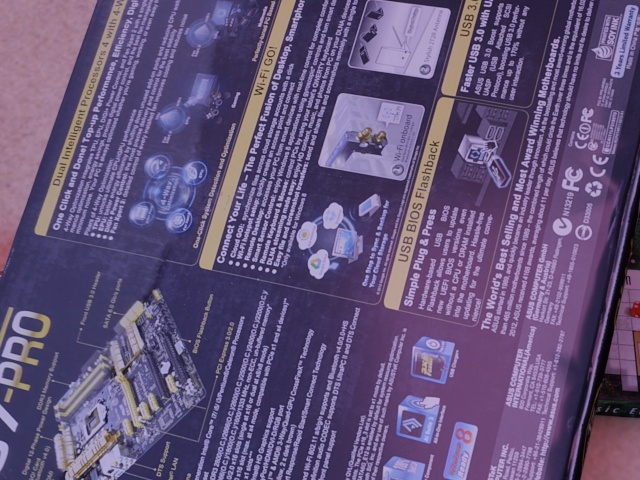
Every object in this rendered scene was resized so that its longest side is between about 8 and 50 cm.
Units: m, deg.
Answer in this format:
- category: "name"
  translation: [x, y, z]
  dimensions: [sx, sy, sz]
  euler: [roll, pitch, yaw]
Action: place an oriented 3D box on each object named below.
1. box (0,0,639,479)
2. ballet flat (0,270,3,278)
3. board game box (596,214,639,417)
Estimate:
- category: "box"
  translation: [0.000, 0.000, 0.579]
  dimensions: [0.318, 0.097, 0.395]
  euler: [11, 76, 17]
- category: "ballet flat"
  translation: [-0.269, 0.070, 0.694]
  dimensions: [0.206, 0.073, 0.067]
  euler: [-38, 70, -10]
- category: "board game box"
  translation: [0.138, 0.036, 0.648]
  dimensions: [0.259, 0.030, 0.136]
  euler: [4, 56, 0]
